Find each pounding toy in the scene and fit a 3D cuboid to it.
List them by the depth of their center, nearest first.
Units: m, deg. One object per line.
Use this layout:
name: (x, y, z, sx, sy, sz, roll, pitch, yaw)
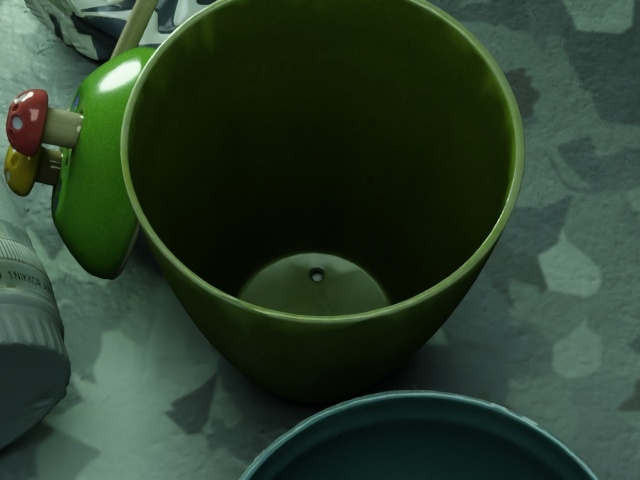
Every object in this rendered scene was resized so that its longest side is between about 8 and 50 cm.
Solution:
pounding toy: (-0.194, -0.085, 1.527, 0.110, 0.183, 0.237, 12, 34, -15)

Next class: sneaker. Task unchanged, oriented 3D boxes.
sneaker: (-0.156, -0.230, 1.694, 0.235, 0.094, 0.153, 37, 66, 17)

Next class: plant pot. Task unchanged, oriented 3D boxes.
plant pot: (0.067, 0.277, 1.367, 0.293, 0.196, 0.293, 0, 61, -1)
plant pot: (0.000, 0.000, 1.459, 0.275, 0.293, 0.275, 0, 62, -1)

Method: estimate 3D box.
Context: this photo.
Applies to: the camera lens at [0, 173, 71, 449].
camera lens: (-0.330, 0.020, 1.481, 0.219, 0.219, 0.274, -22, 64, -13)
